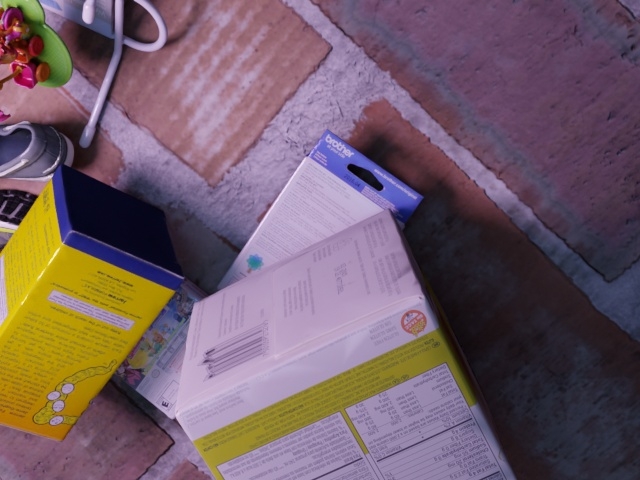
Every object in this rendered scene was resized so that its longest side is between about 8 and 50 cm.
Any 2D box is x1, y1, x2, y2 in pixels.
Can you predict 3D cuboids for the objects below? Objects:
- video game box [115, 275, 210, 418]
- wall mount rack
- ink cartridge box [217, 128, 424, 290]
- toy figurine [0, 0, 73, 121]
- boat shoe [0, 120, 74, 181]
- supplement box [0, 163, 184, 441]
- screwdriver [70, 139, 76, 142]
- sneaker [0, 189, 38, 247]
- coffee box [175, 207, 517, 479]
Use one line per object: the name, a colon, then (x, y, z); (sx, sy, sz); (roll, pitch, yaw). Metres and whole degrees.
video game box: (-0.255, 0.160, 1.553); (0.187, 0.048, 0.205); (38, 107, -2)
wall mount rack: (-0.415, -0.317, 1.433); (0.350, 0.130, 0.304); (26, 144, 5)
ink cartridge box: (0.000, 0.000, 1.457); (0.185, 0.065, 0.311); (35, 110, 0)
toy figurine: (-0.445, -0.240, 1.316); (0.130, 0.159, 0.173); (18, 140, 13)
boat shoe: (-0.550, -0.139, 1.487); (0.319, 0.099, 0.116); (-2, 78, 15)
supplement box: (-0.397, 0.100, 1.453); (0.195, 0.194, 0.356); (27, 111, -33)
screwdriver: (-0.474, -0.140, 1.539); (0.169, 0.024, 0.025); (-9, 131, 6)
sneaker: (-0.563, -0.012, 1.553); (0.299, 0.111, 0.121); (5, 119, 12)
coffee box: (0.038, 0.213, 1.311); (0.338, 0.338, 0.334); (-26, 109, 7)
